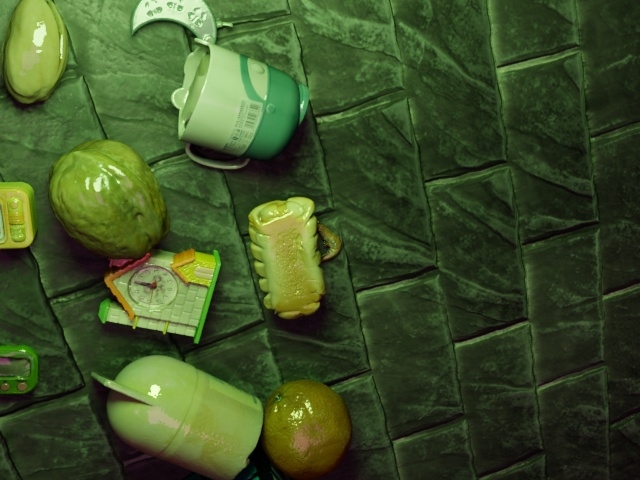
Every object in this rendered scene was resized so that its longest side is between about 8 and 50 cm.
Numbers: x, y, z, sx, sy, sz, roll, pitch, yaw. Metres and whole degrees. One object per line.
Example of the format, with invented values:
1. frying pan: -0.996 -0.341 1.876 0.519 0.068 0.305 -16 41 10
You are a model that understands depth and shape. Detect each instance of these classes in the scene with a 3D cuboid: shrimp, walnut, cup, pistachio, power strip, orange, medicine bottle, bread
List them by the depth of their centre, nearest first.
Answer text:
1. pistachio: -0.595 -0.396 1.319 0.135 0.136 0.226 9 99 -18
2. walnut: -0.468 -0.083 1.398 0.282 0.227 0.283 13 137 13
3. power strip: -0.304 -0.488 1.406 0.216 0.044 0.137 12 103 -18
4. cup: -0.197 -0.277 1.425 0.257 0.219 0.290 14 135 -25
5. medicine bottle: -0.371 0.423 1.581 0.406 0.236 0.236 32 97 -22
6. bread: -0.084 0.047 1.597 0.172 0.121 0.311 -10 110 -8
7. shrimp: 0.000 0.000 1.657 0.091 0.025 0.127 -34 116 -1
8. orange: -0.042 0.500 1.691 0.264 0.264 0.264 -5 109 -14

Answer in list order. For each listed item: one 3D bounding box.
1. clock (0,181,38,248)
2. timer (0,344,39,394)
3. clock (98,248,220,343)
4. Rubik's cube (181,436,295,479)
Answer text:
1. clock: -0.743 -0.055 1.403 0.202 0.096 0.143 -2 111 -13
2. timer: -0.760 0.313 1.543 0.140 0.047 0.128 4 108 -16
3. clock: -0.396 0.115 1.544 0.255 0.106 0.220 13 104 -18
4. Rubik's cube: -0.193 0.759 1.716 0.288 0.283 0.294 -33 114 -1
